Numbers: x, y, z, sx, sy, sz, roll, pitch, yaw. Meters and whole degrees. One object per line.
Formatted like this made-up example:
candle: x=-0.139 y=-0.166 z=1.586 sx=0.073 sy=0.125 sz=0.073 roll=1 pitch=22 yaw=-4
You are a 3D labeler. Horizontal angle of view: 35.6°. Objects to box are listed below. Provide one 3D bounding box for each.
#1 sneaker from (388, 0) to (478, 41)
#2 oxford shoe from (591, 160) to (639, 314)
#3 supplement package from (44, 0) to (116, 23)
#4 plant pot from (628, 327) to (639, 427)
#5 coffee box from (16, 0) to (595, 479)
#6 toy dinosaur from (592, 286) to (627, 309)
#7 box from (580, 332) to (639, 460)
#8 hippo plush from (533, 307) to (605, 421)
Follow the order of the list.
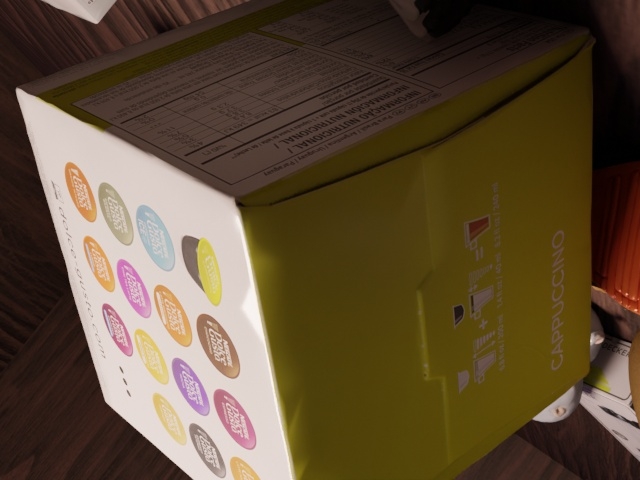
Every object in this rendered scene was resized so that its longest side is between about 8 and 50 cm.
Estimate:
sneaker: x=0.035 y=-0.243 z=0.644 sx=0.118 sy=0.110 sz=0.292 roll=43 pitch=174 yaw=23
oxford shoe: x=0.294 y=-0.004 z=0.897 sx=0.133 sy=0.130 sz=0.364 roll=9 pitch=-173 yaw=-37
supplement package: x=-0.312 y=-0.380 z=1.105 sx=0.194 sy=0.149 sz=0.203 roll=29 pitch=168 yaw=41
plant pot: x=0.394 y=0.145 z=0.935 sx=0.237 sy=0.237 sz=0.254 roll=39 pitch=-174 yaw=-9
coffee box: x=0.000 y=0.000 z=0.851 sx=0.334 sy=0.338 sz=0.337 roll=27 pitch=135 yaw=45
toy dinosaur: x=0.313 y=0.030 z=1.086 sx=0.211 sy=0.064 sz=0.112 roll=13 pitch=-170 yaw=-44
box: x=0.480 y=0.251 z=1.457 sx=0.290 sy=0.087 sz=0.169 roll=43 pitch=169 yaw=-31
hippo plush: x=0.263 y=0.127 z=1.392 sx=0.237 sy=0.294 sz=0.234 roll=12 pitch=-175 yaw=0
